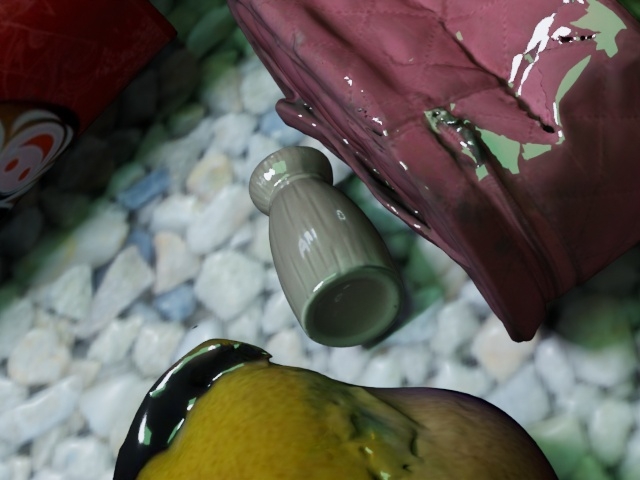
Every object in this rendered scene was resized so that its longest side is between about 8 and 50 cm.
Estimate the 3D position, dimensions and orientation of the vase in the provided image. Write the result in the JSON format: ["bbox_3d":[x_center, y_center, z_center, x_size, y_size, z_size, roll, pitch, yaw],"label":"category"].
[{"bbox_3d":[0.000,0.000,0.925,0.053,0.053,0.101,-36,45,10],"label":"vase"}]

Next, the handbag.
[{"bbox_3d":[0.062,-0.067,0.865,0.135,0.146,0.225,-40,48,-1],"label":"handbag"}]

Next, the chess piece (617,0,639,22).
[{"bbox_3d":[0.201,-0.250,0.885,0.167,0.167,0.300,29,77,42],"label":"chess piece"}]

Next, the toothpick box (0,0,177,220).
[{"bbox_3d":[-0.261,-0.060,1.035,0.333,0.204,0.204,-46,48,-1],"label":"toothpick box"}]

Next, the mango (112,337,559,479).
[{"bbox_3d":[0.008,0.176,0.741,0.201,0.152,0.287,-13,55,33],"label":"mango"}]
